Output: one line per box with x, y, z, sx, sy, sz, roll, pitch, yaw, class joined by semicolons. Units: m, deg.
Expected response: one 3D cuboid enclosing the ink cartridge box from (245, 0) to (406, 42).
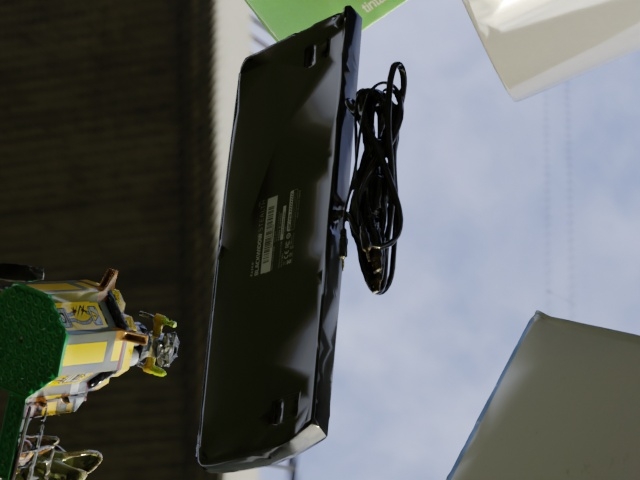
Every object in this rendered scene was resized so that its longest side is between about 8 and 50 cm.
-0.029;-0.268;1.005;0.117;0.201;0.278;-31;-74;29;ink cartridge box

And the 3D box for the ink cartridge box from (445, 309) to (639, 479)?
0.181;0.171;0.784;0.168;0.233;0.171;11;-111;52;ink cartridge box

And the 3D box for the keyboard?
0.000;0.000;0.712;0.100;0.038;0.192;-18;-122;44;keyboard

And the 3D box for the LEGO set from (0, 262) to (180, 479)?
-0.196;0.138;1.071;0.255;0.192;0.331;8;-86;30;LEGO set

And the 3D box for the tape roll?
0.064;-0.166;0.672;0.072;0.219;0.219;-22;-109;9;tape roll
